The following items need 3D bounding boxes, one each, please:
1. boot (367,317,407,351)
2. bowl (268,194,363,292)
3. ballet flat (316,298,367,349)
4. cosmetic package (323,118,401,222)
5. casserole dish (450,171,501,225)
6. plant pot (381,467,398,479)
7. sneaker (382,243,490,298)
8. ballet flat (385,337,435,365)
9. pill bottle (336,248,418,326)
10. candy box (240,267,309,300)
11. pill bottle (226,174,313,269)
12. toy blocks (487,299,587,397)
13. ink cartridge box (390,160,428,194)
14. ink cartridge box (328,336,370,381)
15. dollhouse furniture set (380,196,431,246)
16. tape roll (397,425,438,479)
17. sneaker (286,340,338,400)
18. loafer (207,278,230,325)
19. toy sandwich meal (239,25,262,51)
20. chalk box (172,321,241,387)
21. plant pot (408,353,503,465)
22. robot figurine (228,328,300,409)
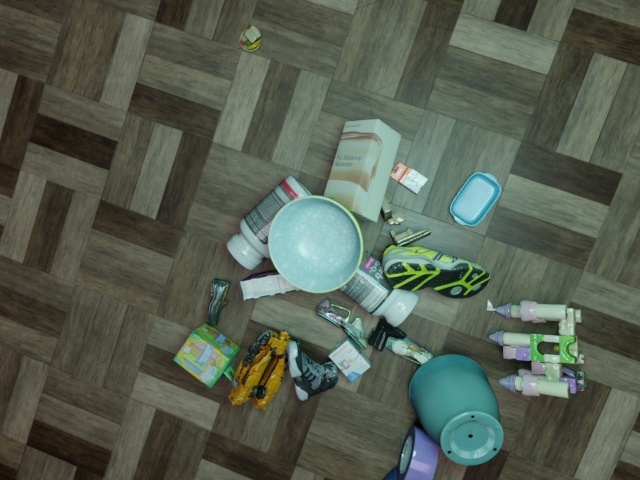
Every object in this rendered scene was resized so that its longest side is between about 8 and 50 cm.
[{"bbox_3d":[0.222,0.330,1.550,0.121,0.045,0.099,27,87,36],"label":"boot"},{"bbox_3d":[0.000,0.000,1.398,0.290,0.156,0.289,3,102,14],"label":"bowl"},{"bbox_3d":[0.088,0.281,1.574,0.221,0.077,0.079,37,77,4],"label":"ballet flat"},{"bbox_3d":[0.128,-0.220,1.456,0.153,0.129,0.296,9,80,47],"label":"cosmetic package"},{"bbox_3d":[0.509,-0.136,1.516,0.114,0.037,0.188,35,97,3],"label":"casserole dish"},{"bbox_3d":[0.268,0.956,1.515,0.236,0.212,0.236,39,95,3],"label":"plant pot"},{"bbox_3d":[0.375,0.082,1.466,0.385,0.147,0.145,13,125,-22],"label":"sneaker"},{"bbox_3d":[0.304,0.374,1.553,0.188,0.070,0.070,20,95,5],"label":"ballet flat"},{"bbox_3d":[0.172,0.147,1.506,0.278,0.162,0.162,37,96,3],"label":"pill bottle"},{"bbox_3d":[-0.134,0.135,1.541,0.233,0.159,0.071,-11,93,6],"label":"candy box"},{"bbox_3d":[-0.154,-0.052,1.525,0.318,0.176,0.176,-42,88,7],"label":"pill bottle"},{"bbox_3d":[0.670,0.337,1.460,0.260,0.309,0.288,-4,79,39],"label":"toy blocks"},{"bbox_3d":[0.295,-0.212,1.539,0.115,0.029,0.063,35,97,3],"label":"ink cartridge box"},{"bbox_3d":[0.100,0.410,1.583,0.088,0.052,0.122,-42,87,7],"label":"ink cartridge box"},{"bbox_3d":[0.278,-0.074,1.506,0.123,0.144,0.151,-24,76,2],"label":"dollhouse furniture set"},{"bbox_3d":[0.319,0.718,1.507,0.080,0.189,0.189,19,95,4],"label":"tape roll"},{"bbox_3d":[-0.025,0.426,1.545,0.153,0.101,0.268,-13,126,-4],"label":"sneaker"},{"bbox_3d":[-0.360,0.222,1.622,0.061,0.062,0.170,6,95,1],"label":"loafer"},{"bbox_3d":[-0.241,-0.693,1.573,0.086,0.029,0.085,0,93,6],"label":"toy sandwich meal"},{"bbox_3d":[-0.372,0.410,1.597,0.213,0.132,0.132,35,96,2],"label":"chalk box"},{"bbox_3d":[0.435,0.537,1.424,0.272,0.255,0.271,0,104,-1],"label":"plant pot"},{"bbox_3d":[-0.192,0.431,1.570,0.211,0.085,0.291,27,90,-38],"label":"robot figurine"}]
